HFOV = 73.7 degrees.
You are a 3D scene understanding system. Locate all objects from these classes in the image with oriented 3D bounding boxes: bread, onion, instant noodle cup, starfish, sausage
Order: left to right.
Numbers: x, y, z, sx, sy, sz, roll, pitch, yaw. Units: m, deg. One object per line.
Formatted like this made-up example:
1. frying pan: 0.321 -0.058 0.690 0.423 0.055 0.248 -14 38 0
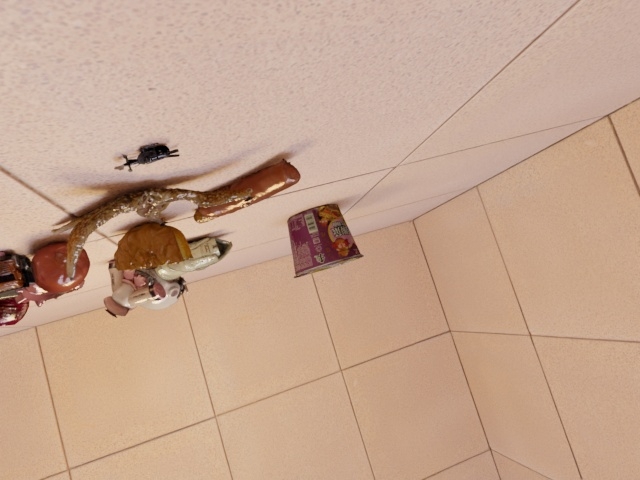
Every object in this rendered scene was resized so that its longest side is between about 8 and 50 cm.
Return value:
1. onion: -1.185 0.244 1.544 0.195 0.139 0.218 -12 172 14
2. sausage: -0.743 0.080 1.220 0.148 0.148 0.254 -12 171 -41
3. starfish: -0.426 -0.051 1.021 0.398 0.132 0.384 -31 -168 -39
4. bread: -0.510 0.017 1.298 0.229 0.139 0.143 -8 179 13
5. bread: -0.318 -0.091 1.301 0.157 0.044 0.052 -19 176 18
6. sausage: -0.193 -0.132 1.141 0.327 0.079 0.087 -19 174 28
7. instant noodle cup: 0.000 0.000 1.947 0.340 0.265 0.340 -17 173 -2

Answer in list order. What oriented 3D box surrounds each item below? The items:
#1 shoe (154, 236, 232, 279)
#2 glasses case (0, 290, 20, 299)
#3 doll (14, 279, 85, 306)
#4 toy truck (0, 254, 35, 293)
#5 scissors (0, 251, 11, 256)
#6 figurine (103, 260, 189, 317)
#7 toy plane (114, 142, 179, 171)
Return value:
1. shoe: -0.505 0.053 1.726 0.211 0.132 0.342 -25 175 26
2. glasses case: -1.074 0.173 1.440 0.071 0.047 0.205 13 -171 29
3. doll: -0.928 0.151 1.479 0.211 0.093 0.262 -37 166 -1
4. toy truck: -0.869 0.099 1.207 0.083 0.092 0.192 -15 179 -21
5. scissors: -0.857 0.037 1.111 0.039 0.012 0.113 -18 174 8
6. figurine: -0.729 0.185 1.785 0.211 0.253 0.361 -45 175 6
7. toy plane: -0.329 -0.154 0.804 0.121 0.031 0.049 -19 -177 -8
